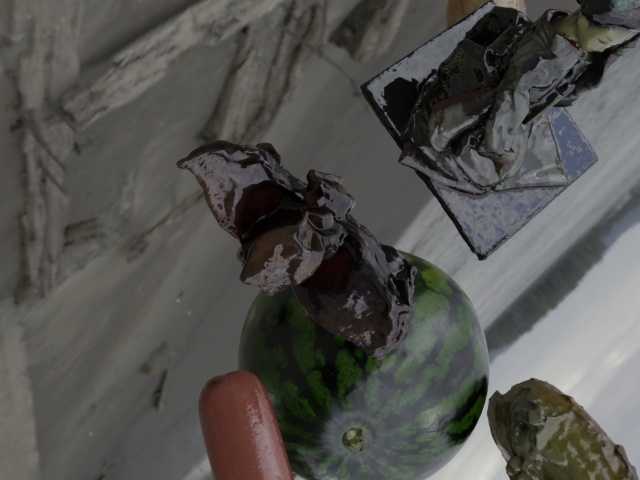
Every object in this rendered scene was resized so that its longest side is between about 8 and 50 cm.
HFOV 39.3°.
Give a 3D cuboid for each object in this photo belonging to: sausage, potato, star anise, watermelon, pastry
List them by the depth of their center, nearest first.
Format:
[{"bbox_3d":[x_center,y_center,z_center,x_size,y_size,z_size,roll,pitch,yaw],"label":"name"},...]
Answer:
[{"bbox_3d":[-0.056,0.181,0.716,0.062,0.154,0.062,-16,159,-6],"label":"sausage"},{"bbox_3d":[-0.004,-0.001,0.723,0.099,0.214,0.220,-48,163,12],"label":"star anise"},{"bbox_3d":[0.045,0.141,1.008,0.285,0.285,0.285,-42,169,-11],"label":"watermelon"},{"bbox_3d":[0.286,0.278,1.041,0.121,0.257,0.236,-37,166,-3],"label":"pastry"},{"bbox_3d":[0.237,-0.308,1.281,0.109,0.178,0.118,-10,173,41],"label":"potato"}]

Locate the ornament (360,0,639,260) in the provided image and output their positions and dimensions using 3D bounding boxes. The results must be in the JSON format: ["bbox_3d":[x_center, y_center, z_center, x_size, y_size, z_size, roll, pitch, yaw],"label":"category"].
[{"bbox_3d":[0.155,-0.104,0.580,0.166,0.153,0.196,-38,-177,-29],"label":"ornament"}]
